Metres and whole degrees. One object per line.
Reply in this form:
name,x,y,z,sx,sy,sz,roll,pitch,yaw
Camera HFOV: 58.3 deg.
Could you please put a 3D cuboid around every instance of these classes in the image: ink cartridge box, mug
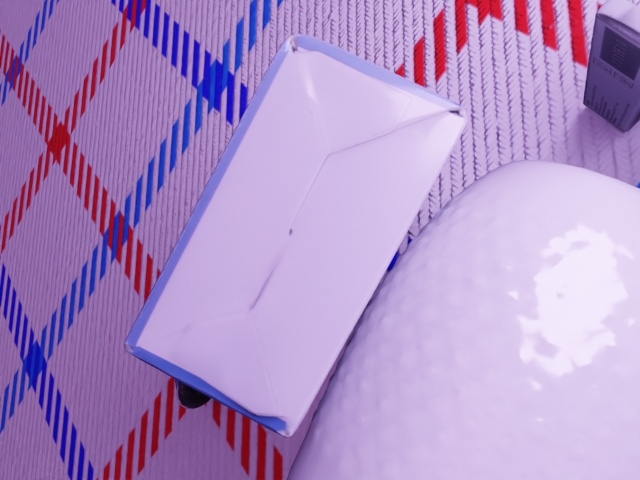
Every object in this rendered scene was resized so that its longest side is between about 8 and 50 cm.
ink cartridge box,0.314,-0.214,0.442,0.060,0.275,0.238,43,106,17
mug,0.198,0.130,0.454,0.374,0.276,0.327,23,86,38
ink cartridge box,0.000,0.000,0.594,0.151,0.395,0.269,29,92,8

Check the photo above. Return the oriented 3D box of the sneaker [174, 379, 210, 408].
sneaker,-0.191,0.145,0.856,0.081,0.080,0.211,-24,57,36
